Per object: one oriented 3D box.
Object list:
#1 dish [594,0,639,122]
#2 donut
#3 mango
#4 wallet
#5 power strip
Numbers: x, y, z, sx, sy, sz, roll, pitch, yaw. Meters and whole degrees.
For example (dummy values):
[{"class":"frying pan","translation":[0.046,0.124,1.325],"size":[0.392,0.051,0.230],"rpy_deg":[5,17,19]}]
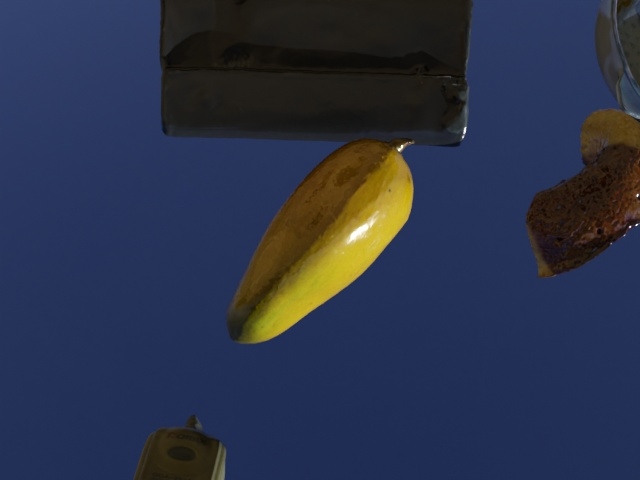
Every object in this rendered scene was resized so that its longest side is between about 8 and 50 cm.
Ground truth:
[{"class":"dish","translation":[0.347,-0.175,1.164],"size":[0.236,0.228,0.086],"rpy_deg":[-15,175,-29]},{"class":"donut","translation":[0.396,-0.081,1.606],"size":[0.151,0.112,0.295],"rpy_deg":[-5,-139,49]},{"class":"mango","translation":[0.000,0.000,1.368],"size":[0.119,0.176,0.317],"rpy_deg":[43,-89,12]},{"class":"wallet","translation":[-0.006,-0.242,1.539],"size":[0.406,0.228,0.062],"rpy_deg":[1,-176,-2]},{"class":"power strip","translation":[-0.162,0.311,1.166],"size":[0.092,0.066,0.388],"rpy_deg":[9,-145,2]}]
